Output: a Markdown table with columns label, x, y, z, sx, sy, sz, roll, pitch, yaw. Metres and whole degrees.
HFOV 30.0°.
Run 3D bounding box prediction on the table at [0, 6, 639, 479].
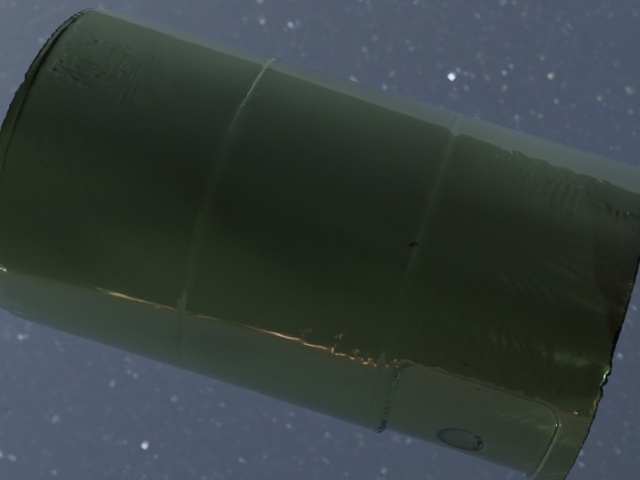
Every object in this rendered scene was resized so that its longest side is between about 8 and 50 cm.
| label | x | y | z | sx | sy | sz | roll | pitch | yaw |
| --- | --- | --- | --- | --- | --- | --- | --- | --- | --- |
| table | 0.000 | 0.000 | 0.455 | 0.126 | 0.220 | 0.126 | 17 | 90 | -83 |
